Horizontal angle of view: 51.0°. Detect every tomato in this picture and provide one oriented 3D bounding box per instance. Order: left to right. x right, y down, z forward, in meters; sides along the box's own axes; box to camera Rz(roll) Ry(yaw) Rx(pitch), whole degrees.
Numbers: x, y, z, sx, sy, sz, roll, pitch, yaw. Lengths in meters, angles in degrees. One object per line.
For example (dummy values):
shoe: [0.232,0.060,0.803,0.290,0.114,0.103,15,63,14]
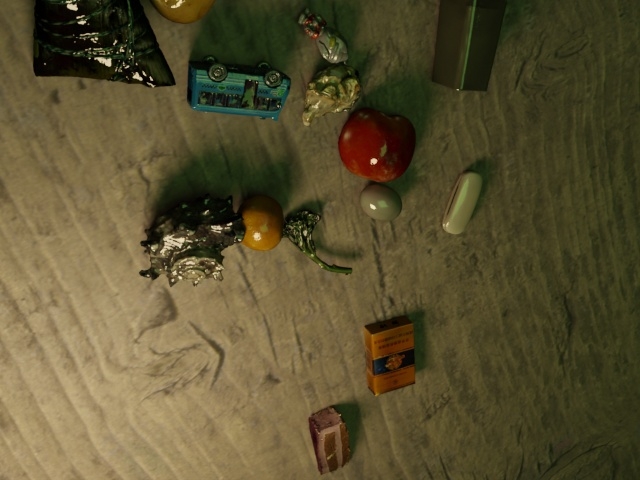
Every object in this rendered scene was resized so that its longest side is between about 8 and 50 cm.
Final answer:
tomato: [0.173,-0.252,1.863,0.233,0.139,0.200,3,116,-24]

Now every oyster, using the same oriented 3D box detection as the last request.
oyster: [0.026,-0.377,1.787,0.163,0.081,0.191,19,120,-34]

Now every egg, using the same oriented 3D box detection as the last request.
egg: [0.174,-0.109,1.941,0.135,0.103,0.103,24,100,-27]

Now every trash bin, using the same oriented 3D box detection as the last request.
trash bin: [0.397,-0.538,1.824,0.122,0.164,0.240,-3,112,-21]

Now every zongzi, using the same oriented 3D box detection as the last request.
zongzi: [-0.493,-0.487,1.379,0.320,0.362,0.383,-2,115,-2]

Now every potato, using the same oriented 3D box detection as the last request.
potato: [-0.313,-0.573,1.527,0.204,0.178,0.157,-15,128,-24]

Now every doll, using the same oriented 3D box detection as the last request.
doll: [0.014,-0.520,1.732,0.180,0.079,0.094,42,59,-24]

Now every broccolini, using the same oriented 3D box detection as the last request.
broccolini: [0.005,0.006,1.943,0.272,0.062,0.123,37,109,-24]

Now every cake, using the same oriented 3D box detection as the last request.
cake: [0.031,0.665,2.220,0.116,0.112,0.295,-16,129,-14]

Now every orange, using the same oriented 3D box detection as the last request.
orange: [-0.165,-0.046,1.804,0.134,0.154,0.154,0,112,-3]

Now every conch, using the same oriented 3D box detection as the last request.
conch: [-0.322,0.013,1.733,0.313,0.186,0.241,-44,112,8]

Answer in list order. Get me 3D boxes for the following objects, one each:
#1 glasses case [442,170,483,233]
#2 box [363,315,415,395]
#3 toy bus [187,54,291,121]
glasses case: [0.439,-0.116,2.076,0.081,0.051,0.204,13,105,-27]
box: [0.226,0.375,2.180,0.152,0.070,0.237,-13,116,-17]
toy bus: [-0.205,-0.379,1.671,0.247,0.113,0.134,2,114,-21]
